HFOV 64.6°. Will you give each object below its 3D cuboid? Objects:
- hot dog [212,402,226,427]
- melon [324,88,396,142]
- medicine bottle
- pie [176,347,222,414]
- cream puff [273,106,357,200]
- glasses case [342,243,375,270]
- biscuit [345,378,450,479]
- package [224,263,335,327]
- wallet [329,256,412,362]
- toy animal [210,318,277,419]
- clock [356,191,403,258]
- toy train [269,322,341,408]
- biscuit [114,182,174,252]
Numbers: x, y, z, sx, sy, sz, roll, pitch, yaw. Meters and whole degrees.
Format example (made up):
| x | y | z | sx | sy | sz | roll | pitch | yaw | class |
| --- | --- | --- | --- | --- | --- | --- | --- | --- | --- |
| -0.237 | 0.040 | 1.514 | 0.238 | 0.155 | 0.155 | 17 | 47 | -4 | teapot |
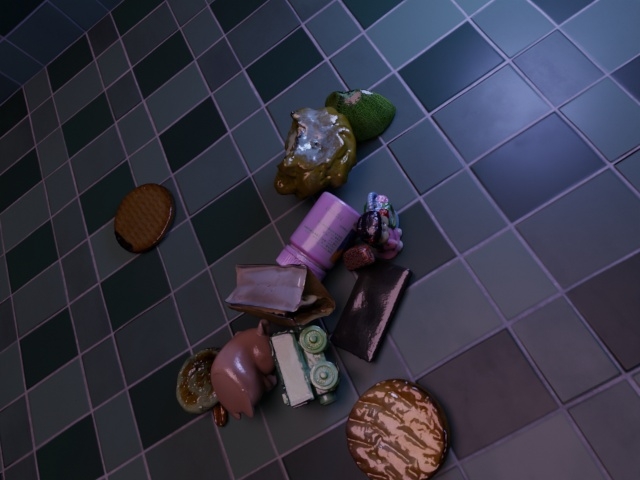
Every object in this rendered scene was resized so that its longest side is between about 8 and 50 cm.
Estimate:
| x | y | z | sx | sy | sz | roll | pitch | yaw | class |
| --- | --- | --- | --- | --- | --- | --- | --- | --- | --- |
| -0.347 | 0.579 | 1.739 | 0.049 | 0.037 | 0.122 | -14 | 64 | 5 | hot dog |
| 0.116 | -0.443 | 1.803 | 0.265 | 0.169 | 0.129 | 2 | 73 | 27 | melon |
| 0.000 | 0.000 | 1.697 | 0.178 | 0.178 | 0.290 | 35 | 89 | 30 | medicine bottle |
| -0.409 | 0.484 | 1.768 | 0.241 | 0.054 | 0.240 | -16 | 55 | 24 | pie |
| -0.007 | -0.287 | 1.773 | 0.275 | 0.270 | 0.323 | 14 | 76 | 5 | cream puff |
| 0.124 | 0.052 | 1.626 | 0.049 | 0.194 | 0.073 | -23 | 87 | -19 | glasses case |
| 0.222 | 0.549 | 1.445 | 0.297 | 0.102 | 0.296 | -8 | 67 | 19 | biscuit |
| -0.146 | 0.199 | 1.624 | 0.311 | 0.221 | 0.165 | 1 | 50 | 37 | package |
| 0.162 | 0.215 | 1.624 | 0.171 | 0.044 | 0.321 | 21 | 83 | 32 | wallet |
| -0.232 | 0.413 | 1.649 | 0.195 | 0.256 | 0.213 | -32 | 101 | 41 | toy animal |
| 0.185 | -0.053 | 1.620 | 0.100 | 0.195 | 0.193 | -11 | 69 | 24 | clock |
| -0.045 | 0.385 | 1.571 | 0.188 | 0.159 | 0.271 | -19 | 72 | -4 | toy train |
| -0.755 | -0.098 | 2.165 | 0.318 | 0.040 | 0.317 | -8 | 70 | 22 | biscuit |
